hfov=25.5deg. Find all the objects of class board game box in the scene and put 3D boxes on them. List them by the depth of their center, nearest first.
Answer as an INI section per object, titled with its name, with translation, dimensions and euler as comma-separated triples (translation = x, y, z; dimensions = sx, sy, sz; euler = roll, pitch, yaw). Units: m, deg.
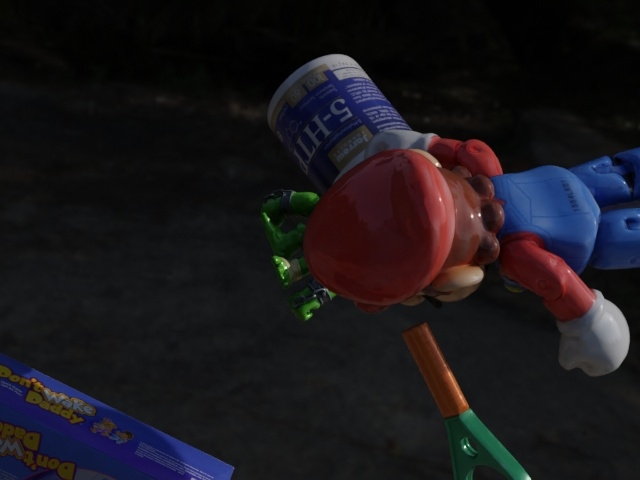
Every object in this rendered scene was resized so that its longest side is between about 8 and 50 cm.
[board game box]
translation = -0.294, 0.257, 1.416
dimensions = 0.347, 0.233, 0.078
euler = 27, 24, -3

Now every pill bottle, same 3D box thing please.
[pill bottle]
translation = 0.039, -0.084, 1.395
dimensions = 0.112, 0.112, 0.186
euler = -5, 50, -47

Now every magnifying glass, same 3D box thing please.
[magnifying glass]
translation = 0.138, 0.185, 1.332
dimensions = 0.026, 0.231, 0.092
euler = -26, 1, -36

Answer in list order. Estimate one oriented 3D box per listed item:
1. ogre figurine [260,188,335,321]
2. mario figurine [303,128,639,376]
[ogre figurine]
translation = 0.000, 0.000, 1.638
dimensions = 0.118, 0.097, 0.197
euler = -22, 22, 2
[mario figurine]
translation = 0.139, 0.004, 1.097
dimensions = 0.320, 0.170, 0.198
euler = -3, 16, -17
